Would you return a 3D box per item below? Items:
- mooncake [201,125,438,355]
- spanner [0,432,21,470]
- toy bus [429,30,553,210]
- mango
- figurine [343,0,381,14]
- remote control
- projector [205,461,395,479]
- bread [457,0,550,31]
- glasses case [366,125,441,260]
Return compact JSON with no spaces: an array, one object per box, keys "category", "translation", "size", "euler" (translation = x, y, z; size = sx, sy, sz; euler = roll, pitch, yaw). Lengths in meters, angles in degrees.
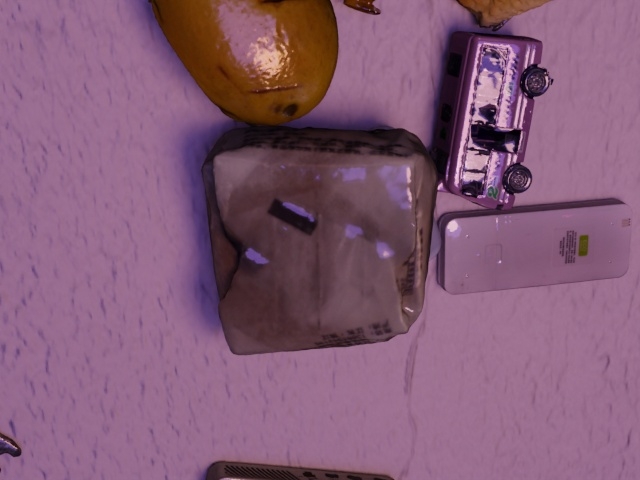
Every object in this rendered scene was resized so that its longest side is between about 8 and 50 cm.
[{"category":"mooncake","translation":[0.001,-0.002,1.129],"size":[0.254,0.136,0.250],"euler":[0,115,5]},{"category":"spanner","translation":[-0.412,0.161,1.159],"size":[0.054,0.015,0.254],"euler":[-22,111,-8]},{"category":"toy bus","translation":[0.189,-0.139,1.171],"size":[0.108,0.096,0.198],"euler":[5,104,-14]},{"category":"mango","translation":[-0.086,-0.242,1.056],"size":[0.167,0.130,0.262],"euler":[-39,107,0]},{"category":"figurine","translation":[0.055,-0.341,1.086],"size":[0.122,0.121,0.176],"euler":[35,89,10]},{"category":"remote control","translation":[0.268,0.007,1.268],"size":[0.250,0.034,0.103],"euler":[-6,108,-11]},{"category":"projector","translation":[-0.036,0.421,1.297],"size":[0.257,0.079,0.259],"euler":[8,103,-15]},{"category":"bread","translation":[0.245,-0.351,1.099],"size":[0.252,0.133,0.174],"euler":[-36,113,-2]},{"category":"glasses case","translation":[0.090,-0.050,1.200],"size":[0.067,0.045,0.178],"euler":[-24,111,-4]}]
